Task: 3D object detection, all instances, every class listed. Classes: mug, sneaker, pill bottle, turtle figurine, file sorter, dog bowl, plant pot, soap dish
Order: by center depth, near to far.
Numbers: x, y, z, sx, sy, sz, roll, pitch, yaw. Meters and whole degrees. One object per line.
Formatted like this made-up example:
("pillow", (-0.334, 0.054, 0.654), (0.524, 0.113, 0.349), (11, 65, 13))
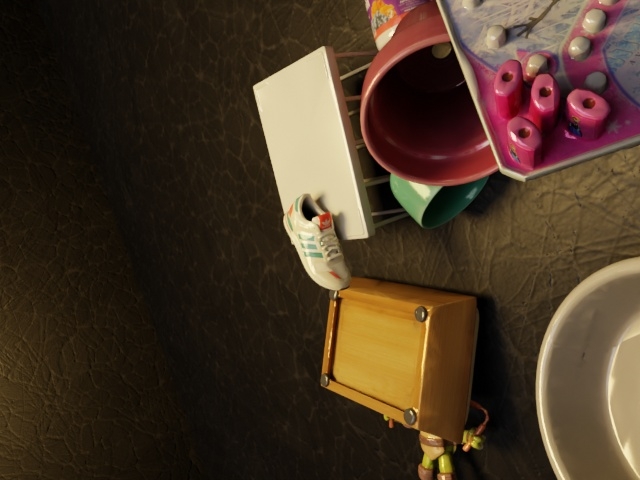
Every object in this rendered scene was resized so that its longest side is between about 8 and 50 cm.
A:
("dog bowl", (0.363, 0.172, 0.505), (0.348, 0.102, 0.349), (-172, 90, -72))
("plant pot", (0.151, -0.198, 0.622), (0.201, 0.201, 0.180), (118, 164, -44))
("pill bottle", (0.109, -0.379, 0.716), (0.108, 0.108, 0.194), (-12, 94, 53))
("mug", (0.178, -0.104, 0.739), (0.097, 0.157, 0.129), (51, 171, 27))
("sneaker", (0.000, 0.000, 0.766), (0.161, 0.057, 0.075), (58, 146, 20))
("file sorter", (0.040, -0.153, 0.842), (0.192, 0.173, 0.278), (-5, 100, 52))
("soap dish", (0.122, 0.189, 0.871), (0.290, 0.118, 0.229), (5, 87, 53))
("turtle figurine", (0.200, 0.368, 0.915), (0.269, 0.087, 0.218), (-8, 80, 49))

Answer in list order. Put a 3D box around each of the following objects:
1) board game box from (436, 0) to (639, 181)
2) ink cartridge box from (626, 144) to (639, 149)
("board game box", (0.262, -0.285, 0.354), (0.389, 0.050, 0.391), (-19, 73, 16))
("ink cartridge box", (0.270, -0.234, 0.488), (0.278, 0.201, 0.117), (55, 139, 22))
